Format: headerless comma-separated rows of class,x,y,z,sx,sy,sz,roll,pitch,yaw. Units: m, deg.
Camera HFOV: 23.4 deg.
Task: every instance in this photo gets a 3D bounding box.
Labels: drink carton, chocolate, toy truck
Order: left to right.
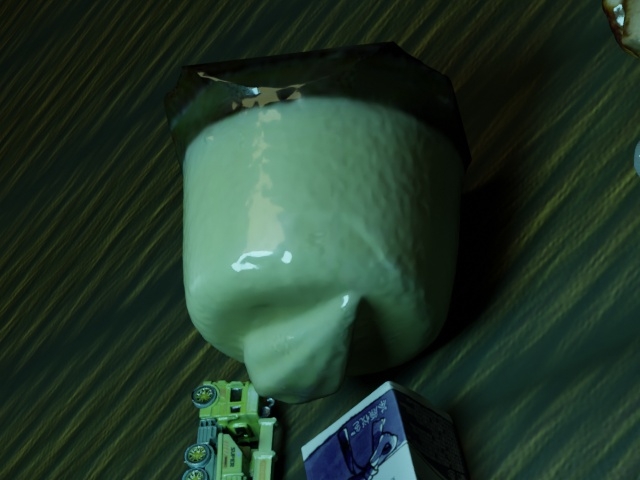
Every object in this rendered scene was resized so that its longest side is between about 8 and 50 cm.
toy truck,-0.096,0.240,1.760,0.100,0.077,0.169,-6,48,11
chocolate,0.000,0.000,1.622,0.314,0.326,0.297,-5,49,11
drink carton,0.073,0.269,1.507,0.134,0.102,0.222,-39,38,23

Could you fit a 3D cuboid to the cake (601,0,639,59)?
cake,0.403,-0.233,1.419,0.293,0.198,0.196,-19,54,48

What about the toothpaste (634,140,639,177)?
toothpaste,0.416,-0.084,1.402,0.282,0.068,0.099,-2,91,40
